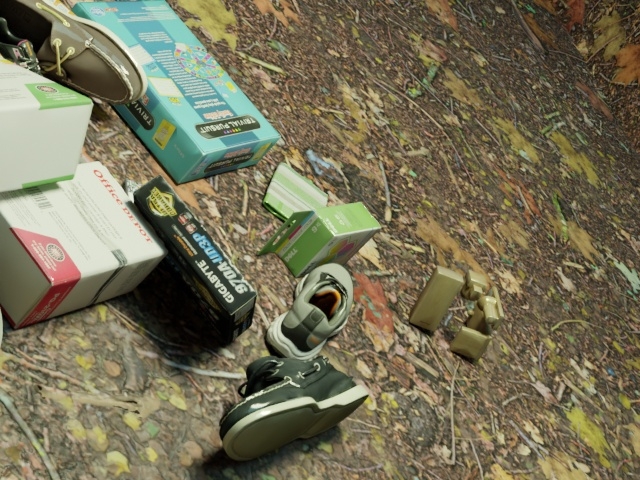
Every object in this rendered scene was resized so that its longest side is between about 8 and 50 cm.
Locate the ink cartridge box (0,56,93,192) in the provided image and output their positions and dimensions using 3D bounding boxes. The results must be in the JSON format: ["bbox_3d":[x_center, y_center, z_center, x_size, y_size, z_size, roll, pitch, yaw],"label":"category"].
[{"bbox_3d":[-0.463,-0.167,1.599,0.278,0.117,0.201,25,20,22],"label":"ink cartridge box"}]

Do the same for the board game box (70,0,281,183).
[{"bbox_3d":[-0.255,-0.260,2.156,0.336,0.079,0.254,50,28,10],"label":"board game box"}]

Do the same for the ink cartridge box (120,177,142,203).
[{"bbox_3d":[-0.250,-0.045,1.922,0.115,0.029,0.063,25,33,-32],"label":"ink cartridge box"}]

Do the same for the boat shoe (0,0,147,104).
[{"bbox_3d":[-0.419,-0.309,1.971,0.324,0.116,0.097,38,33,-5],"label":"boat shoe"}]

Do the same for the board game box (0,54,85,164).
[{"bbox_3d":[-0.405,-0.168,1.775,0.193,0.045,0.147,48,-14,7],"label":"board game box"}]

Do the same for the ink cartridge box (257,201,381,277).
[{"bbox_3d":[0.000,0.000,2.111,0.062,0.109,0.209,52,28,16],"label":"ink cartridge box"}]

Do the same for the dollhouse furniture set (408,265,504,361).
[{"bbox_3d":[0.241,0.104,2.287,0.151,0.144,0.123,20,28,-13],"label":"dollhouse furniture set"}]

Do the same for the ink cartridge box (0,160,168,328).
[{"bbox_3d":[-0.341,-0.001,1.663,0.172,0.100,0.237,51,29,12],"label":"ink cartridge box"}]

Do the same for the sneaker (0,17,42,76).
[{"bbox_3d":[-0.448,-0.257,1.894,0.178,0.077,0.072,44,29,-3],"label":"sneaker"}]

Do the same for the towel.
[{"bbox_3d":[-0.046,-0.069,2.245,0.113,0.023,0.152,37,31,-10],"label":"towel"}]

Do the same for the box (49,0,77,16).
[{"bbox_3d":[-0.458,-0.377,2.039,0.136,0.081,0.028,43,55,-5],"label":"box"}]

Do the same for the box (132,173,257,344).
[{"bbox_3d":[-0.176,0.029,1.785,0.220,0.051,0.175,50,-16,10],"label":"box"}]

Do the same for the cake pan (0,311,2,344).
[{"bbox_3d":[-0.495,0.066,1.414,0.293,0.054,0.293,33,29,-21],"label":"cake pan"}]

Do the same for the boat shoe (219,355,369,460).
[{"bbox_3d":[-0.053,0.209,1.737,0.113,0.127,0.340,52,27,17],"label":"boat shoe"}]

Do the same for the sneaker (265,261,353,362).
[{"bbox_3d":[0.009,0.099,1.992,0.100,0.108,0.271,41,26,-3],"label":"sneaker"}]
